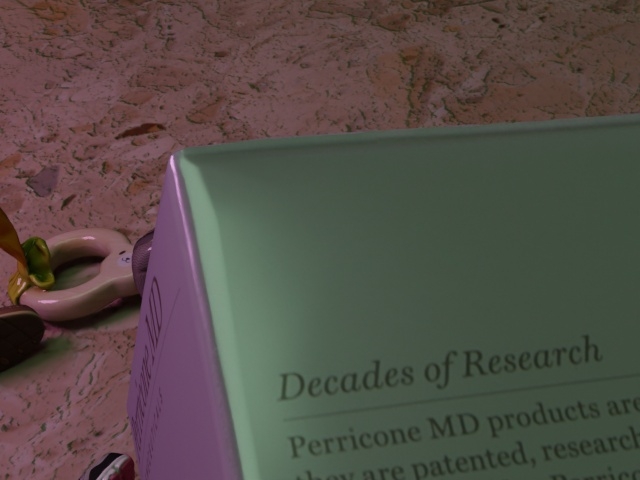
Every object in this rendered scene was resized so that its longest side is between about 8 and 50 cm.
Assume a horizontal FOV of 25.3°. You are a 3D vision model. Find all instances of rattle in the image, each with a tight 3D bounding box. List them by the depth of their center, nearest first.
[{"bbox_3d":[-0.214,-0.008,1.373,0.199,0.143,0.130,-7,19,14],"label":"rattle"}]

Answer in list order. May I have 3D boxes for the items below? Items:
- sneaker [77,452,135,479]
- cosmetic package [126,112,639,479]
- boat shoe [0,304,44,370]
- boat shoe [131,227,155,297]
[{"bbox_3d":[-0.216,0.226,1.132,0.074,0.063,0.170,21,53,26],"label":"sneaker"},{"bbox_3d":[0.094,0.187,0.746,0.327,0.329,0.394,-6,63,-14],"label":"cosmetic package"},{"bbox_3d":[-0.346,0.097,1.326,0.178,0.064,0.060,-22,41,-10],"label":"boat shoe"},{"bbox_3d":[0.000,0.000,1.335,0.355,0.132,0.130,-7,27,-9],"label":"boat shoe"}]
